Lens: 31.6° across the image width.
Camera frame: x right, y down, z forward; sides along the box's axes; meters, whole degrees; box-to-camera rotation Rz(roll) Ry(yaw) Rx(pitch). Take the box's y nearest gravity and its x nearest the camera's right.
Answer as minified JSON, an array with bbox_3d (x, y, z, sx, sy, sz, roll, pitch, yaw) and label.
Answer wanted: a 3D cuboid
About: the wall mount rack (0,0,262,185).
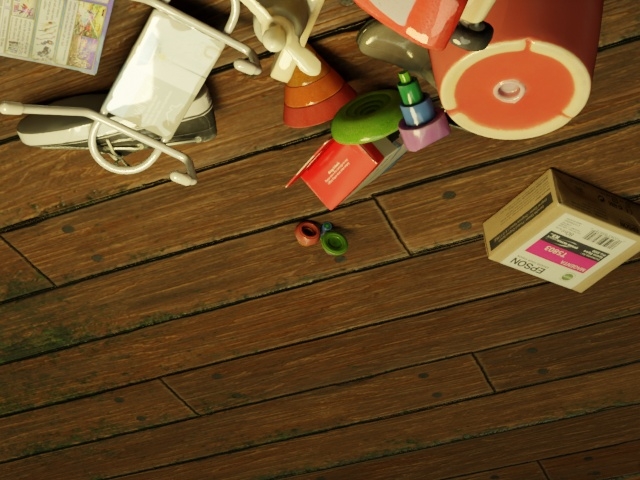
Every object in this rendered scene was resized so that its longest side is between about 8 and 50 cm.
[{"bbox_3d":[-0.265,-0.233,1.594,0.304,0.130,0.350,23,114,-23],"label":"wall mount rack"}]

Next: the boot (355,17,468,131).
[{"bbox_3d":[0.177,-0.242,1.663,0.247,0.161,0.083,10,141,-16],"label":"boot"}]

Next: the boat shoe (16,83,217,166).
[{"bbox_3d":[-0.315,-0.172,1.770,0.306,0.113,0.104,-12,125,-2],"label":"boat shoe"}]

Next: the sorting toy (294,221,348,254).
[{"bbox_3d":[0.000,0.000,2.068,0.102,0.061,0.042,26,141,1],"label":"sorting toy"}]

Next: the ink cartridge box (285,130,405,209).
[{"bbox_3d":[0.062,-0.134,1.756,0.078,0.231,0.134,48,133,4],"label":"ink cartridge box"}]

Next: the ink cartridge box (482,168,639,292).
[{"bbox_3d":[0.447,-0.013,2.052,0.235,0.088,0.193,18,138,-27],"label":"ink cartridge box"}]

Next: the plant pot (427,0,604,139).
[{"bbox_3d":[0.256,-0.288,1.519,0.275,0.243,0.275,3,147,2],"label":"plant pot"}]

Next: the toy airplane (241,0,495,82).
[{"bbox_3d":[0.033,-0.374,1.188,0.273,0.385,0.384,3,180,-26],"label":"toy airplane"}]

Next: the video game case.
[{"bbox_3d":[-0.406,-0.361,1.553,0.244,0.061,0.269,10,142,-16],"label":"video game case"}]

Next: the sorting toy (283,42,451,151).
[{"bbox_3d":[0.044,-0.223,1.615,0.127,0.366,0.126,-34,119,-20],"label":"sorting toy"}]
